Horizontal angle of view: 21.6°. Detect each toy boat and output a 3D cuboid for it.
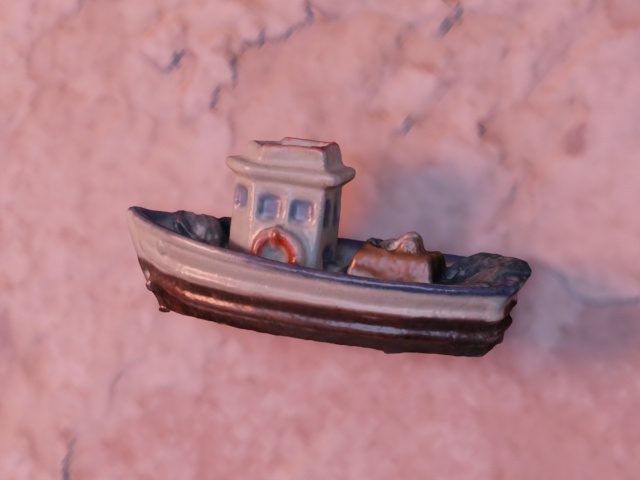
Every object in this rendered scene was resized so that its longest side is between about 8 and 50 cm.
[{"bbox_3d":[0.000,0.000,0.564,0.140,0.059,0.066,7,99,15],"label":"toy boat"}]
